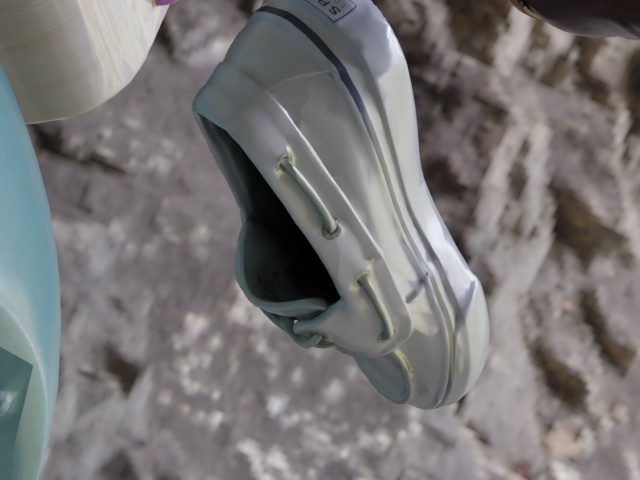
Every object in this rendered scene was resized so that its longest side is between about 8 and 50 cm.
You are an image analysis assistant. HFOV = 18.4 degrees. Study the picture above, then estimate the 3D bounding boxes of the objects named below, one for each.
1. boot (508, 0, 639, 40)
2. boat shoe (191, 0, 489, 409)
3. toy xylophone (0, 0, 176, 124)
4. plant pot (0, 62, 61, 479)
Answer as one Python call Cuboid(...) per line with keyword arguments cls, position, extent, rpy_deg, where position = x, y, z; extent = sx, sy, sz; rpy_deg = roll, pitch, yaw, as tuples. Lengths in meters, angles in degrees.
Cuboid(cls="boot", position=(0.225, -0.143, 1.188), extent=(0.248, 0.090, 0.207), rpy_deg=(0, 21, -39))
Cuboid(cls="boat shoe", position=(0.000, 0.000, 0.733), extent=(0.076, 0.226, 0.083), rpy_deg=(-42, 49, -19))
Cuboid(cls="toy xylophone", position=(-0.218, -0.124, 0.785), extent=(0.323, 0.236, 0.081), rpy_deg=(1, 53, 3))
Cuboid(cls="plant pot", position=(-0.207, 0.006, 0.530), extent=(0.293, 0.293, 0.235), rpy_deg=(2, 33, -43))
